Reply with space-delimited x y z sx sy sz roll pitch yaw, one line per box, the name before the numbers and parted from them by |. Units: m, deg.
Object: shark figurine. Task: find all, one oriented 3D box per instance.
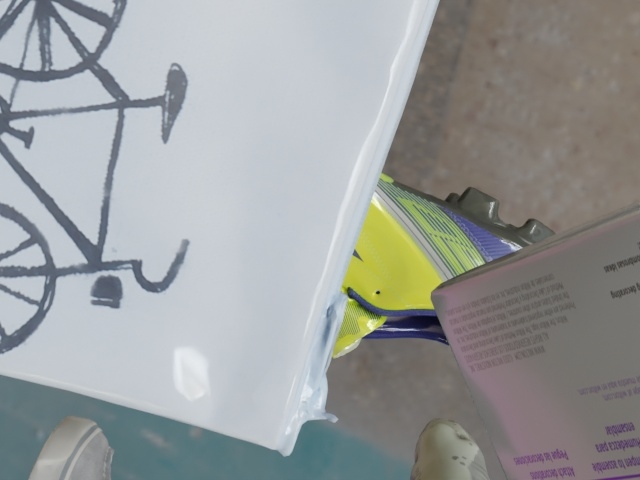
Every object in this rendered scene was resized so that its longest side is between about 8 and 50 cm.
shark figurine | 0.045 0.238 1.110 0.166 0.278 0.116 15 137 50

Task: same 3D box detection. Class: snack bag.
snack bag | -0.117 -0.107 0.576 0.037 0.343 0.323 -99 25 -68

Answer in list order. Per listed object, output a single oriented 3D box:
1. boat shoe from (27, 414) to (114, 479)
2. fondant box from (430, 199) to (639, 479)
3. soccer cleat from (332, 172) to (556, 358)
boat shoe | -0.103 0.140 0.730 0.184 0.063 0.066 -84 11 -67
fondant box | 0.190 0.133 0.659 0.330 0.096 0.238 68 155 2
soccer cleat | 0.001 0.000 1.013 0.093 0.289 0.121 142 151 -82
